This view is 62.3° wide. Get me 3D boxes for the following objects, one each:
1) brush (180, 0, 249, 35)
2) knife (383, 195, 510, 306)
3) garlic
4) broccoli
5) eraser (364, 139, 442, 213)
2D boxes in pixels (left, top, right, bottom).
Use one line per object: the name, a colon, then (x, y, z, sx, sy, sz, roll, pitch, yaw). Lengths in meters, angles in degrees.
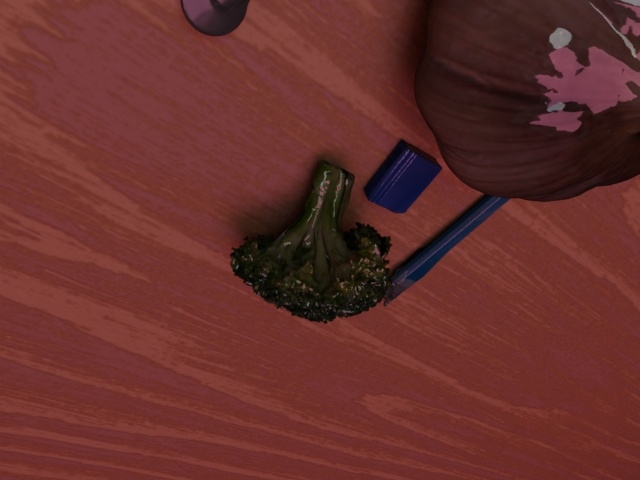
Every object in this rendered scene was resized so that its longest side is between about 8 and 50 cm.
brush: (-0.011, -0.276, 0.480, 0.266, 0.027, 0.062, -31, 132, 6)
knife: (0.190, -0.003, 0.772, 0.296, 0.026, 0.044, -44, 130, 18)
garlic: (0.245, -0.170, 0.522, 0.322, 0.240, 0.321, 6, 133, 7)
broccoli: (0.000, 0.000, 0.642, 0.194, 0.220, 0.194, -20, 120, -39)
eraser: (0.104, -0.079, 0.677, 0.063, 0.027, 0.084, 20, 122, -31)
